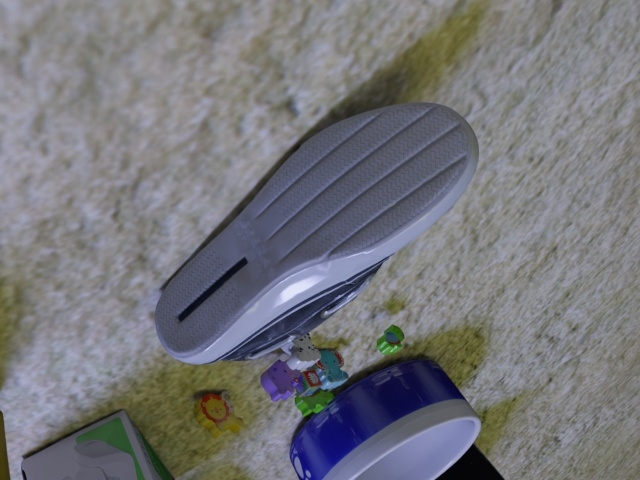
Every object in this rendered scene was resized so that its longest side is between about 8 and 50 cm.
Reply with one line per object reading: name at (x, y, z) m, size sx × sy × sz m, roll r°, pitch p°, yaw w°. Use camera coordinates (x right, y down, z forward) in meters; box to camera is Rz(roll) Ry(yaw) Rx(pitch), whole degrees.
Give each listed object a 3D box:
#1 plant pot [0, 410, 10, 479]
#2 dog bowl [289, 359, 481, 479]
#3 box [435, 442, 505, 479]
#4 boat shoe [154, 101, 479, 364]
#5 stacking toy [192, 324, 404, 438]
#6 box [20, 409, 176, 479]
plant pot at (-0.369, 0.200, 0.546) m, size 0.212 × 0.212 × 0.187 m, roll -30°, pitch 133°, yaw -5°
dog bowl at (0.092, 0.291, 1.089) m, size 0.265 × 0.104 × 0.265 m, roll -23°, pitch 146°, yaw -17°
box at (0.132, 0.537, 1.332) m, size 0.343 × 0.179 × 0.312 m, roll -22°, pitch 144°, yaw -28°
boat shoe at (0.000, 0.000, 0.681) m, size 0.335 × 0.121 × 0.119 m, roll -34°, pitch 155°, yaw 20°
stacking toy at (-0.018, 0.154, 0.890) m, size 0.221 × 0.052 × 0.167 m, roll 2°, pitch 142°, yaw -49°
box at (-0.193, 0.357, 0.812) m, size 0.127 × 0.262 × 0.231 m, roll -25°, pitch 144°, yaw -13°
